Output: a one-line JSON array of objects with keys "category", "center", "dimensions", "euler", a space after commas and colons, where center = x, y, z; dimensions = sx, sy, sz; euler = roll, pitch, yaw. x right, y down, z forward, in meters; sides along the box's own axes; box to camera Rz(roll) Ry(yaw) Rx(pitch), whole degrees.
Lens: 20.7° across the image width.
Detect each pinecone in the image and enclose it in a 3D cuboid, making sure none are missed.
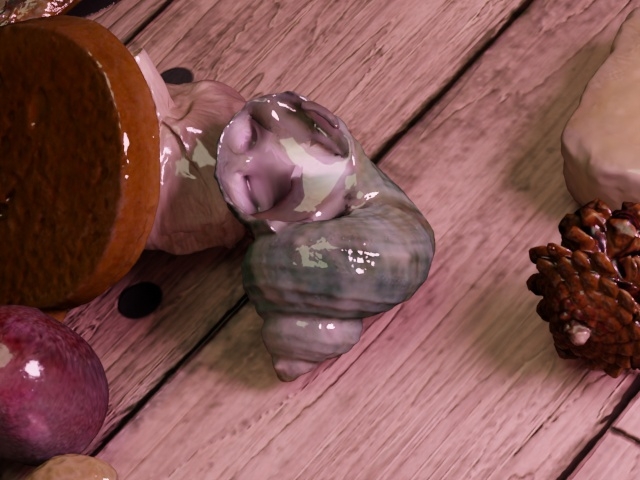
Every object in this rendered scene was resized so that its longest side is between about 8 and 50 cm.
[{"category": "pinecone", "center": [0.273, 0.036, 1.556], "dimensions": [0.174, 0.173, 0.173], "euler": [-10, 48, 11]}]

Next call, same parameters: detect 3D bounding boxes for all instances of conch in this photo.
[{"category": "conch", "center": [0.000, 0.000, 1.667], "dimensions": [0.220, 0.195, 0.277], "euler": [10, 84, -12]}]

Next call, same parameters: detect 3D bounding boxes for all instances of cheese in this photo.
[{"category": "cheese", "center": [0.387, -0.123, 1.679], "dimensions": [0.326, 0.115, 0.318], "euler": [-17, 47, 4]}]

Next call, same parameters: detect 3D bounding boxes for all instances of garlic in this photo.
[{"category": "garlic", "center": [-0.149, -0.105, 1.782], "dimensions": [0.219, 0.212, 0.218], "euler": [-8, 43, 7]}]

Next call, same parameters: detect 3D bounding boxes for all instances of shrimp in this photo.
[{"category": "shrimp", "center": [-0.344, -0.320, 2.148], "dimensions": [0.296, 0.058, 0.169], "euler": [-40, 43, -23]}]

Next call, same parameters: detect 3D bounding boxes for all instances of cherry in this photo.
[{"category": "cherry", "center": [-0.285, 0.130, 1.640], "dimensions": [0.176, 0.176, 0.140], "euler": [22, 64, 33]}]

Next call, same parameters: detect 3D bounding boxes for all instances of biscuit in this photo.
[{"category": "biscuit", "center": [-0.308, -0.048, 1.774], "dimensions": [0.394, 0.070, 0.350], "euler": [-1, 91, 40]}]

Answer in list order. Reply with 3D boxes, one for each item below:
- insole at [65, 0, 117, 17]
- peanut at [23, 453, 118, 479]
[{"category": "insole", "center": [-0.227, -0.335, 2.156], "dimensions": [0.232, 0.003, 0.080], "euler": [-31, 48, -9]}, {"category": "peanut", "center": [-0.273, 0.271, 1.581], "dimensions": [0.214, 0.090, 0.098], "euler": [-35, 17, -14]}]
